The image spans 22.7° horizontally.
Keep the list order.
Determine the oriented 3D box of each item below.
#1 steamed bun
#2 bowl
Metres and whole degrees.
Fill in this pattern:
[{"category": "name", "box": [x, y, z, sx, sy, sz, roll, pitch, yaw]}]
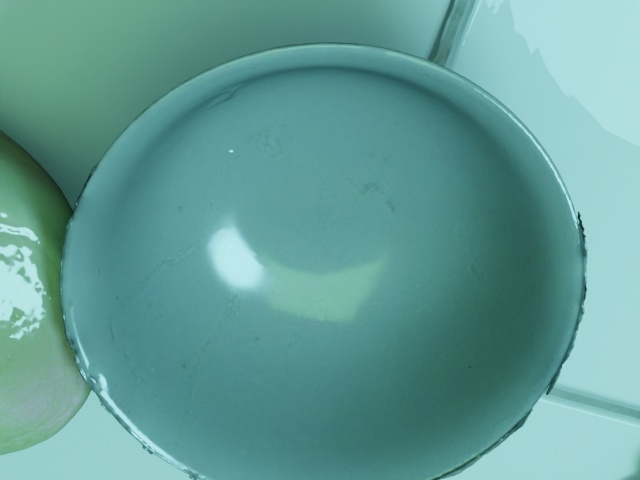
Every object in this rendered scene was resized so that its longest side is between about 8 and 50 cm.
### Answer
[{"category": "steamed bun", "box": [-0.225, 0.015, 1.098, 0.152, 0.170, 0.239, -18, 119, -2]}, {"category": "bowl", "box": [0.000, 0.000, 1.098, 0.345, 0.157, 0.345, -1, 118, -2]}]
